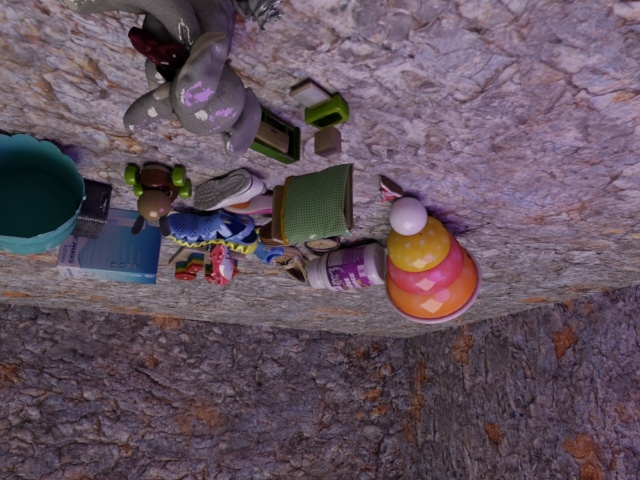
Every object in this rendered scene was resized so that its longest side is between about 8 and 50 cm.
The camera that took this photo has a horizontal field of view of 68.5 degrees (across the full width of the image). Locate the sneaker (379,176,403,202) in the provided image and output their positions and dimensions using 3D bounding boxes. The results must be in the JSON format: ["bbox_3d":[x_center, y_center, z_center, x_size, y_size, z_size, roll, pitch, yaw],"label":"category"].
[{"bbox_3d":[0.187,-0.145,1.372,0.067,0.042,0.118,-19,155,34],"label":"sneaker"}]

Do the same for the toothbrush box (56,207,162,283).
[{"bbox_3d":[-0.679,0.016,1.541,0.295,0.216,0.126,7,158,-19],"label":"toothbrush box"}]

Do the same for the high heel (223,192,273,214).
[{"bbox_3d":[-0.170,-0.110,1.430,0.244,0.082,0.117,-10,164,8],"label":"high heel"}]

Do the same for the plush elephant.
[{"bbox_3d":[-0.212,-0.266,0.745,0.330,0.255,0.272,-4,159,10],"label":"plush elephant"}]

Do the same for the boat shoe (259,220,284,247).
[{"bbox_3d":[-0.068,-0.062,1.519,0.307,0.111,0.104,-15,153,11],"label":"boat shoe"}]

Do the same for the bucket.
[{"bbox_3d":[-0.735,-0.104,1.162,0.281,0.281,0.183,9,158,-24],"label":"bucket"}]

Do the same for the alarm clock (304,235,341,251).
[{"bbox_3d":[0.000,0.000,1.723,0.129,0.064,0.192,6,156,-17],"label":"alarm clock"}]

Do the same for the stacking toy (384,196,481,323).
[{"bbox_3d":[0.339,0.032,1.571,0.350,0.351,0.480,-8,142,19],"label":"stacking toy"}]

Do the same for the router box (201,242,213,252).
[{"bbox_3d":[-0.413,-0.012,1.667,0.092,0.038,0.122,34,153,-3],"label":"router box"}]

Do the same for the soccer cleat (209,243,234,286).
[{"bbox_3d":[-0.376,0.070,1.817,0.083,0.095,0.248,28,130,26],"label":"soccer cleat"}]

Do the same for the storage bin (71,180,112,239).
[{"bbox_3d":[-0.686,-0.088,1.398,0.084,0.122,0.180,12,156,-31],"label":"storage bin"}]

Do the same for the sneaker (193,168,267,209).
[{"bbox_3d":[-0.267,-0.131,1.354,0.235,0.090,0.095,-11,166,30],"label":"sneaker"}]

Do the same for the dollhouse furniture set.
[{"bbox_3d":[-0.050,-0.153,0.978,0.197,0.302,0.151,-13,159,36],"label":"dollhouse furniture set"}]

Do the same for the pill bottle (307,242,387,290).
[{"bbox_3d":[0.106,0.114,1.877,0.301,0.169,0.169,-12,156,28],"label":"pill bottle"}]

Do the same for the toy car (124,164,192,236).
[{"bbox_3d":[-0.448,-0.097,1.282,0.155,0.188,0.149,1,159,-3],"label":"toy car"}]

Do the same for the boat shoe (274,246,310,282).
[{"bbox_3d":[-0.117,0.098,1.942,0.104,0.089,0.285,-10,157,24],"label":"boat shoe"}]

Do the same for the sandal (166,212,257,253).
[{"bbox_3d":[-0.345,-0.049,1.538,0.317,0.126,0.138,5,145,-24],"label":"sandal"}]

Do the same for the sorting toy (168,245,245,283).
[{"bbox_3d":[-0.485,0.114,1.982,0.257,0.089,0.255,11,156,-29],"label":"sorting toy"}]

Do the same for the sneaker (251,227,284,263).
[{"bbox_3d":[-0.234,0.019,1.682,0.240,0.126,0.091,-5,159,11],"label":"sneaker"}]
